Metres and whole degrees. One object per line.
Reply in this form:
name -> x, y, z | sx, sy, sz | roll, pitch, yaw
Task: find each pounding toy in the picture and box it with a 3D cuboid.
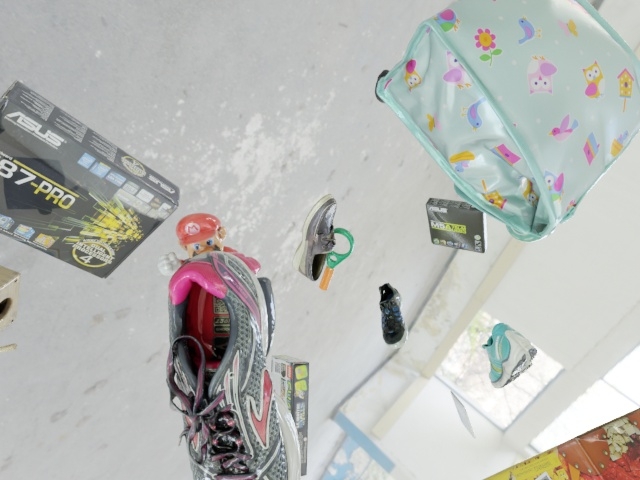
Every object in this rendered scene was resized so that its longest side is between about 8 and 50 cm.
pounding toy -> -0.655, 0.147, 0.861 | 0.094, 0.181, 0.206 | -76, -170, -62

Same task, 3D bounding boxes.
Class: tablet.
tablet -> 0.276, 0.339, 0.853 | 0.006, 0.054, 0.083 | -24, 108, -5

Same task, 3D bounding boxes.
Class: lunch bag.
lunch bag -> 0.238, -0.162, 0.519 | 0.223, 0.262, 0.160 | -41, -179, -21

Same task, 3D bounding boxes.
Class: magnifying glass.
magnifying glass -> 0.039, 0.061, 1.335 | 0.026, 0.092, 0.231 | -49, 161, -56

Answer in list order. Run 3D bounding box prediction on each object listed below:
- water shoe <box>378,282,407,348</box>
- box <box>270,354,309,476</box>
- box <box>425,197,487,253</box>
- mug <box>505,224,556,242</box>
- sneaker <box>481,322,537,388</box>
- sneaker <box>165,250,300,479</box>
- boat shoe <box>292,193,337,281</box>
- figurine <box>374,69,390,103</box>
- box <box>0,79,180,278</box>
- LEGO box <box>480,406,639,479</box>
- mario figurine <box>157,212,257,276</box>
water shoe -> 0.187, 0.205, 1.211 | 0.073, 0.203, 0.080 | -28, 121, 22
box -> -0.065, 0.340, 0.869 | 0.036, 0.114, 0.207 | 5, 82, -28
box -> 0.456, -0.051, 1.465 | 0.045, 0.190, 0.184 | -53, 140, -32
mug -> 0.615, -0.060, 1.323 | 0.097, 0.157, 0.130 | -12, 99, -42
sneaker -> 0.464, 0.287, 1.100 | 0.107, 0.110, 0.275 | -31, 145, -10
sneaker -> -0.098, 0.161, 0.427 | 0.120, 0.299, 0.112 | -11, 176, 8
boat shoe -> 0.000, 0.000, 1.223 | 0.102, 0.092, 0.285 | -27, 149, -44
figurine -> 0.301, -0.417, 1.263 | 0.214, 0.209, 0.092 | -2, 115, -35
box -> -0.579, -0.107, 1.001 | 0.318, 0.097, 0.395 | -39, 129, 17
LEGO box -> 0.541, 0.612, 0.867 | 0.193, 0.373, 0.500 | -10, 144, -20
mario figurine -> -0.287, 0.075, 1.144 | 0.198, 0.170, 0.321 | -48, 140, -38
